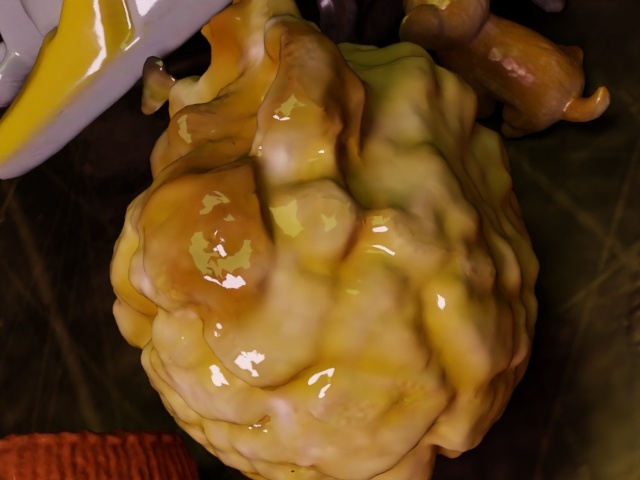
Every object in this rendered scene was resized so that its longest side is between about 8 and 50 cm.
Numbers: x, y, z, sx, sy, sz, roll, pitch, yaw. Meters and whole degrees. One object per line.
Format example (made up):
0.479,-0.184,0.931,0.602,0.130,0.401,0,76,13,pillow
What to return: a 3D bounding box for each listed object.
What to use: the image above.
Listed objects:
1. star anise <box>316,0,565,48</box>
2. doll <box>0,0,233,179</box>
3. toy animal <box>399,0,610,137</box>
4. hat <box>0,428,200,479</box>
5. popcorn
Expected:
0.038,-0.198,0.607,0.236,0.109,0.223,-14,61,20,star anise
-0.031,-0.145,0.519,0.316,0.103,0.146,-32,60,22,doll
0.070,-0.079,0.529,0.060,0.083,0.081,-49,48,-5,toy animal
-0.083,0.155,0.480,0.093,0.112,0.162,-42,56,37,hat
0.000,0.000,0.473,0.170,0.180,0.180,23,72,2,popcorn
